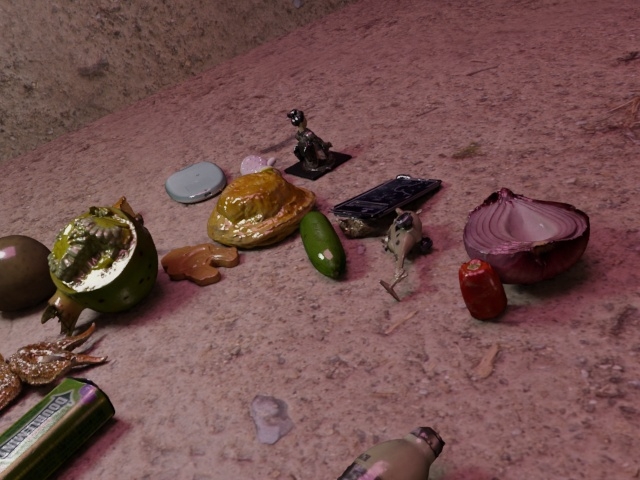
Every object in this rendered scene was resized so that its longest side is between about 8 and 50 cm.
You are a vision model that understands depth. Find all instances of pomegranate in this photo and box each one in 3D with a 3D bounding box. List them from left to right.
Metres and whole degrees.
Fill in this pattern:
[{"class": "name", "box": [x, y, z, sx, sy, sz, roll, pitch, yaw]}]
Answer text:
[{"class": "pomegranate", "box": [-0.531, 0.076, 1.765, 0.340, 0.260, 0.260, -54, 34, -3]}]

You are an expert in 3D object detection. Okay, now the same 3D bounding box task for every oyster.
[{"class": "oyster", "box": [0.076, -0.029, 1.734, 0.038, 0.081, 0.083, -64, 15, -10]}]

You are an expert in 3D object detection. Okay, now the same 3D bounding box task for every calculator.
[{"class": "calculator", "box": [-0.395, -0.187, 2.339, 0.184, 0.042, 0.295, -27, 29, -15]}, {"class": "calculator", "box": [0.160, -0.106, 1.813, 0.166, 0.028, 0.274, 11, 28, 43]}]

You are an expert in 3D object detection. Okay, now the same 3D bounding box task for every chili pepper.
[{"class": "chili pepper", "box": [0.284, 0.087, 1.322, 0.070, 0.123, 0.073, -42, 41, -16]}]

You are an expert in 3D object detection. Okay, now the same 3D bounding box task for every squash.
[{"class": "squash", "box": [-0.001, -0.001, 1.710, 0.082, 0.082, 0.292, -20, 27, -2]}]

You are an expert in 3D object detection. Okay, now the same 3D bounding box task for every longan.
[{"class": "longan", "box": [-0.790, 0.083, 1.943, 0.220, 0.196, 0.196, -13, 28, 5]}]

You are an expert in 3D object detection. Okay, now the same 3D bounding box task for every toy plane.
[{"class": "toy plane", "box": [0.170, 0.016, 1.575, 0.108, 0.092, 0.286, -32, 21, 22]}]

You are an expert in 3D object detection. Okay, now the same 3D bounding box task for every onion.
[{"class": "onion", "box": [0.385, -0.006, 1.429, 0.227, 0.120, 0.283, -9, 28, 6]}]

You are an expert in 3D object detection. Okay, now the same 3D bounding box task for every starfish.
[{"class": "starfish", "box": [-0.606, 0.275, 1.591, 0.294, 0.084, 0.301, -19, 23, 2]}]

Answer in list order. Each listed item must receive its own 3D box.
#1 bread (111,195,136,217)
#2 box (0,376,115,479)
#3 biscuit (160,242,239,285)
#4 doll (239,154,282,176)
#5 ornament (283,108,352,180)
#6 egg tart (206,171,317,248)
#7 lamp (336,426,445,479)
[{"class": "bread", "box": [-0.573, -0.085, 2.224, 0.080, 0.084, 0.109, -18, 25, 33]}, {"class": "box", "box": [-0.533, 0.385, 1.325, 0.134, 0.097, 0.345, 5, 36, 39]}, {"class": "biscuit", "box": [-0.310, 0.053, 1.865, 0.236, 0.040, 0.144, 10, 34, 40]}, {"class": "doll", "box": [-0.173, -0.198, 2.179, 0.129, 0.081, 0.207, -36, 33, -15]}, {"class": "ornament", "box": [-0.030, -0.298, 2.149, 0.153, 0.196, 0.166, -35, 32, -26]}, {"class": "egg tart", "box": [-0.163, -0.098, 1.941, 0.319, 0.128, 0.319, -14, 26, 7]}, {"class": "lamp", "box": [0.072, 0.346, 1.021, 0.250, 0.101, 0.101, -38, 32, -22]}]
